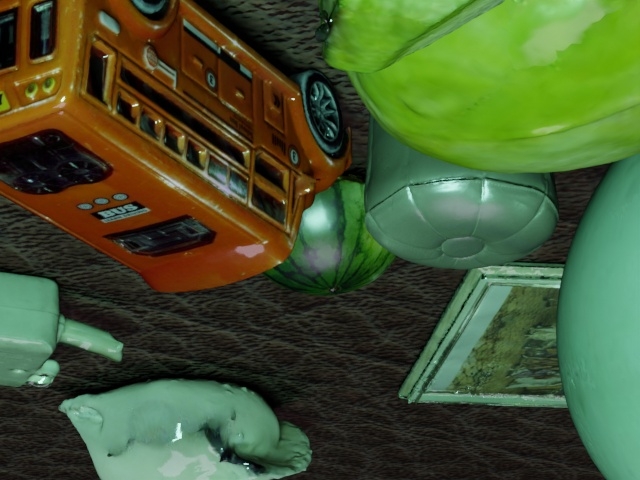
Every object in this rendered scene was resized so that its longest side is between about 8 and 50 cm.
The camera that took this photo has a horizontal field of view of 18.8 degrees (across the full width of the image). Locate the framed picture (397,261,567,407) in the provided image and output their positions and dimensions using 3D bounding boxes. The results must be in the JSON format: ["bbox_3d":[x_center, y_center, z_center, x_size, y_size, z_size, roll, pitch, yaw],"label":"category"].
[{"bbox_3d":[0.182,0.073,1.362,0.217,0.017,0.274,1,157,-7],"label":"framed picture"}]

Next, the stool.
[{"bbox_3d":[0.068,-0.045,0.949,0.096,0.110,0.096,0,159,0],"label":"stool"}]

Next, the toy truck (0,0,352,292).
[{"bbox_3d":[-0.082,-0.051,0.921,0.107,0.114,0.253,-14,153,25],"label":"toy truck"}]

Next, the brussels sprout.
[{"bbox_3d":[0.101,-0.106,0.735,0.223,0.161,0.223,3,152,2],"label":"brussels sprout"}]

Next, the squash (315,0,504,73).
[{"bbox_3d":[0.151,-0.145,0.571,0.289,0.203,0.111,5,173,-5],"label":"squash"}]

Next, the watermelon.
[{"bbox_3d":[0.000,0.000,1.117,0.105,0.062,0.105,1,162,0],"label":"watermelon"}]

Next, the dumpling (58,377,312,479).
[{"bbox_3d":[-0.099,0.151,1.456,0.176,0.092,0.150,-13,169,14],"label":"dumpling"}]

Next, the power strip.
[{"bbox_3d":[-0.265,0.050,1.238,0.288,0.053,0.093,9,154,-24],"label":"power strip"}]

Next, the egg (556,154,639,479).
[{"bbox_3d":[0.270,0.021,0.902,0.276,0.276,0.389,12,154,-29],"label":"egg"}]
